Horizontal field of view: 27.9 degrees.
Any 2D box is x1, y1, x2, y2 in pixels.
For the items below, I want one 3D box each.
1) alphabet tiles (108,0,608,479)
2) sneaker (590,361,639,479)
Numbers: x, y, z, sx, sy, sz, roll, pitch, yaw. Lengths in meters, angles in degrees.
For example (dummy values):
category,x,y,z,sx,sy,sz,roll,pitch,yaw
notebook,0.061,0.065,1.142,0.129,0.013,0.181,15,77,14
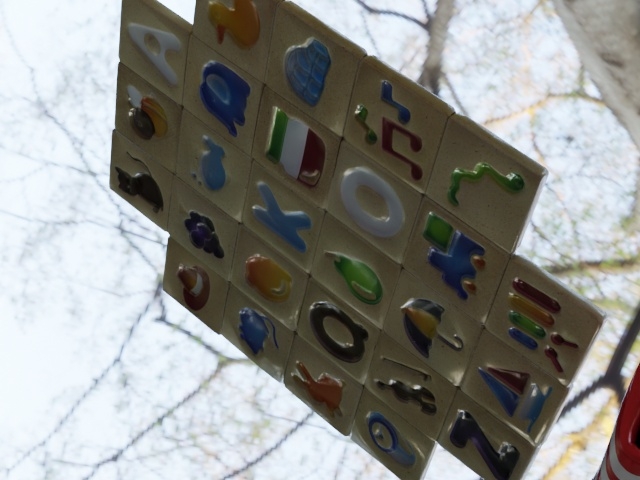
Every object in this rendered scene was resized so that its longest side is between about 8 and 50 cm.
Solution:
category,x,y,z,sx,sy,sz,roll,pitch,yaw
alphabet tiles,0.000,0.000,0.759,0.343,0.011,0.285,36,-39,21
sneaker,0.208,0.084,0.615,0.087,0.221,0.128,32,-50,29
